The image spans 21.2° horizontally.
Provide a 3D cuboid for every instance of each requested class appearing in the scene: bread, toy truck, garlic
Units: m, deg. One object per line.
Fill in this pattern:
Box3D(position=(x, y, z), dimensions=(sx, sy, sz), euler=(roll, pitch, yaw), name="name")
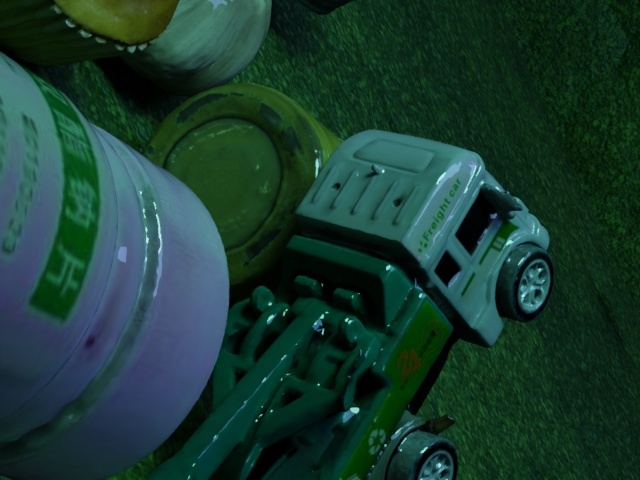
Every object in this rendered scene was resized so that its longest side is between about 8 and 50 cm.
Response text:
Box3D(position=(-0.177, -0.255, 1.265), dimensions=(0.179, 0.133, 0.250), euler=(27, 64, -45), name="bread")
Box3D(position=(0.017, 0.091, 1.223), dimensions=(0.363, 0.176, 0.178), euler=(-55, 137, -20), name="toy truck")
Box3D(position=(-0.093, -0.241, 1.443), dimensions=(0.218, 0.212, 0.218), euler=(56, 16, -26), name="garlic")

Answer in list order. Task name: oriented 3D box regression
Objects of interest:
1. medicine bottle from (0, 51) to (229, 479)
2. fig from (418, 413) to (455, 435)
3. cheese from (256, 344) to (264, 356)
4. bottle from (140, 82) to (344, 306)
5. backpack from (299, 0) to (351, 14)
Box3D(position=(-0.213, -0.005, 0.877), dimensions=(0.325, 0.212, 0.212), euler=(35, 37, -55), name="medicine bottle")
Box3D(position=(0.032, 0.180, 1.418), dimensions=(0.119, 0.153, 0.119), euler=(57, -10, 15), name="fig")
Box3D(position=(-0.010, 0.119, 1.470), dimensions=(0.043, 0.065, 0.194), euler=(44, 7, 26), name="cheese")
Box3D(position=(0.000, 0.000, 1.467), dimensions=(0.351, 0.171, 0.171), euler=(30, 41, -58), name="bottle")
Box3D(position=(-0.049, -0.422, 1.777), dimensions=(0.317, 0.197, 0.283), euler=(44, 31, -38), name="backpack")
